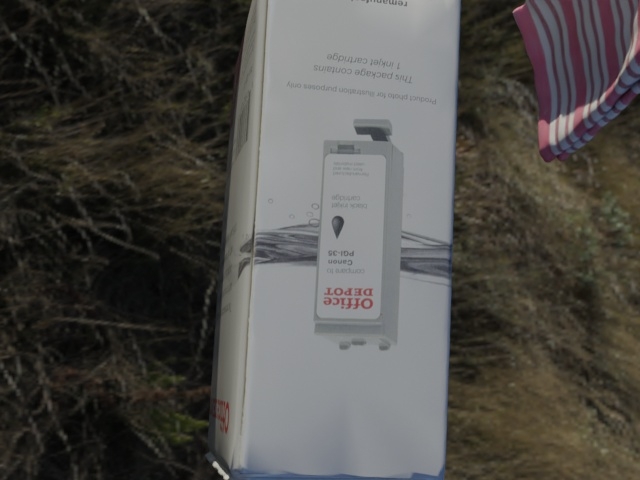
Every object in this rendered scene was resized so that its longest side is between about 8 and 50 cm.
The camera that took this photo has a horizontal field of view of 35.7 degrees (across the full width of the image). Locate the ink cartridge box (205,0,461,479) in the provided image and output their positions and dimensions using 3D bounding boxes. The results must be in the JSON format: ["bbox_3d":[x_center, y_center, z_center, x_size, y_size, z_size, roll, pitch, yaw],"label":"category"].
[{"bbox_3d":[0.000,0.000,0.619,0.207,0.117,0.283,143,-49,-77],"label":"ink cartridge box"}]

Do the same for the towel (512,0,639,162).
[{"bbox_3d":[0.200,-0.159,0.739,0.029,0.197,0.144,-1,72,-13],"label":"towel"}]
